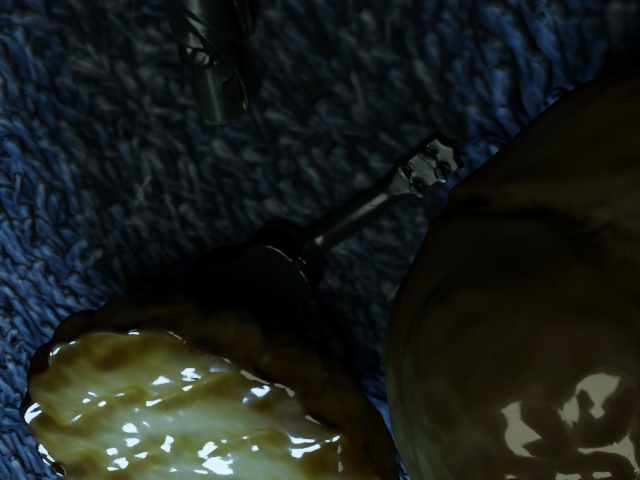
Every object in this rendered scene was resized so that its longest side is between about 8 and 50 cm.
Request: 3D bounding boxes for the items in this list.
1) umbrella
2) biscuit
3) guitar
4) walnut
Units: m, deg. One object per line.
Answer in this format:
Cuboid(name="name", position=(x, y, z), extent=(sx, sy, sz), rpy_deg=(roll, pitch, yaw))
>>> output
Cuboid(name="umbrella", position=(-0.089, -0.191, 0.808), extent=(0.066, 0.059, 0.236), rpy_deg=(16, 129, 37))
Cuboid(name="biscuit", position=(-0.087, 0.162, 0.969), extent=(0.326, 0.107, 0.326), rpy_deg=(11, 135, 12))
Cuboid(name="guitar", position=(0.000, 0.001, 0.900), extent=(0.271, 0.038, 0.084), rpy_deg=(-33, 106, 33))
Cuboid(name="walnut", position=(0.233, 0.089, 0.680), extent=(0.398, 0.308, 0.354), rpy_deg=(41, 86, 15))
